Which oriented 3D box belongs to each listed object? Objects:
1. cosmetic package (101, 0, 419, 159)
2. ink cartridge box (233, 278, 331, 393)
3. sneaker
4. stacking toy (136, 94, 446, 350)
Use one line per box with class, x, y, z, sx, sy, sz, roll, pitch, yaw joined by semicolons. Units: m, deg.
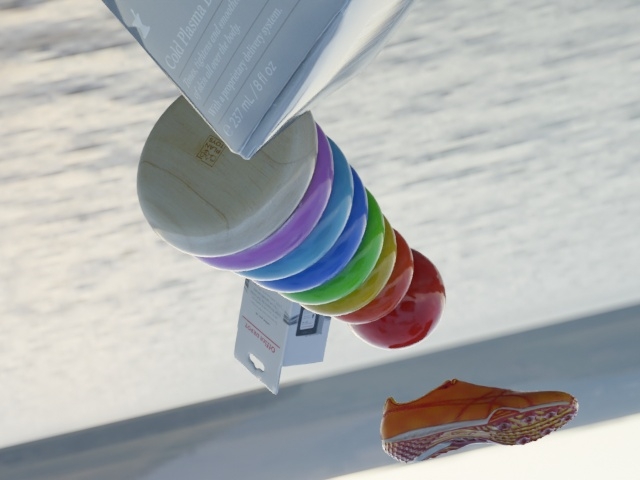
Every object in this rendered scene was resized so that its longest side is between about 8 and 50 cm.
cosmetic package;-0.058;-0.171;0.620;0.107;0.238;0.127;-40;173;-36
ink cartridge box;-0.039;0.073;1.714;0.060;0.180;0.104;-5;-153;-34
sneaker;0.135;0.145;1.303;0.175;0.067;0.064;-8;145;11
stacking toy;0.000;0.000;1.166;0.141;0.141;0.330;-15;151;22
